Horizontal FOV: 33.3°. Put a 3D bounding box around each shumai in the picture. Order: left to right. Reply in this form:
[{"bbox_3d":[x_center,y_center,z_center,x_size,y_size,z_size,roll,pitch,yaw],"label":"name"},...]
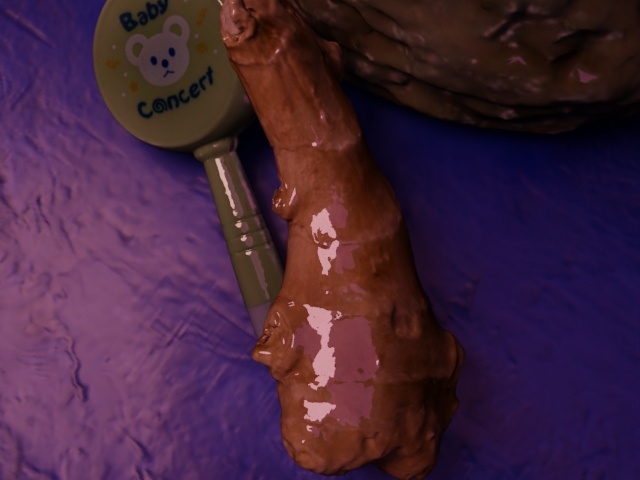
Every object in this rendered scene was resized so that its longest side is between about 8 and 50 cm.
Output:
[{"bbox_3d":[0.108,-0.252,0.574,0.398,0.323,0.324,27,82,8],"label":"shumai"}]

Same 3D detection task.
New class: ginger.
[{"bbox_3d":[0.000,0.000,0.606,0.131,0.086,0.294,-23,99,-30],"label":"ginger"}]

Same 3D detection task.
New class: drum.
[{"bbox_3d":[-0.045,-0.056,0.649,0.130,0.049,0.253,-36,83,27],"label":"drum"}]
